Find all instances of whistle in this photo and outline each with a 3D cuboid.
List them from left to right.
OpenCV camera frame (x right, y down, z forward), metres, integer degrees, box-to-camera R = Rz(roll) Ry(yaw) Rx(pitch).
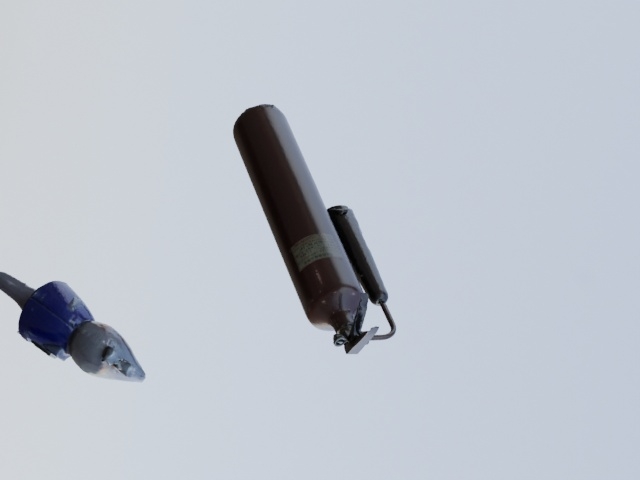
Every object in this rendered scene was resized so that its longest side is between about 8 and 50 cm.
[{"bbox_3d":[-0.106,0.036,0.808,0.083,0.033,0.029,32,-101,29],"label":"whistle"}]

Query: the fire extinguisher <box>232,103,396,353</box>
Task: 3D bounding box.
[{"bbox_3d":[0.000,0.000,0.917,0.035,0.049,0.173,-36,-136,13],"label":"fire extinguisher"}]
